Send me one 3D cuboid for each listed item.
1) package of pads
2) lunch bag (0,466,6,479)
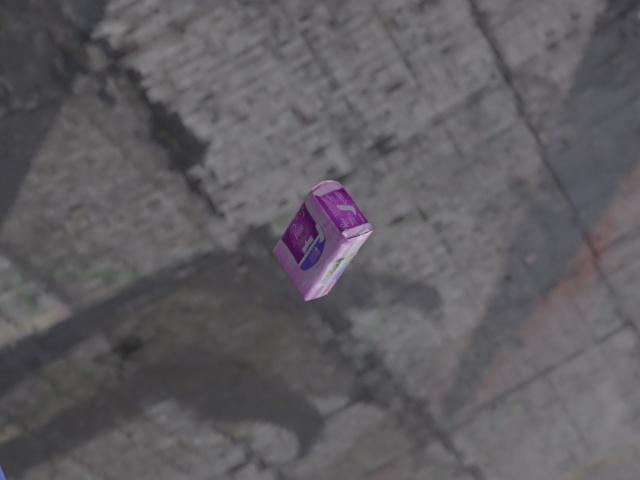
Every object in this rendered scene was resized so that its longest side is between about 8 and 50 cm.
[{"bbox_3d":[0.000,0.000,1.355,0.032,0.050,0.083,-21,157,-37],"label":"package of pads"},{"bbox_3d":[-0.302,0.189,1.390,0.096,0.129,0.151,11,137,15],"label":"lunch bag"}]
